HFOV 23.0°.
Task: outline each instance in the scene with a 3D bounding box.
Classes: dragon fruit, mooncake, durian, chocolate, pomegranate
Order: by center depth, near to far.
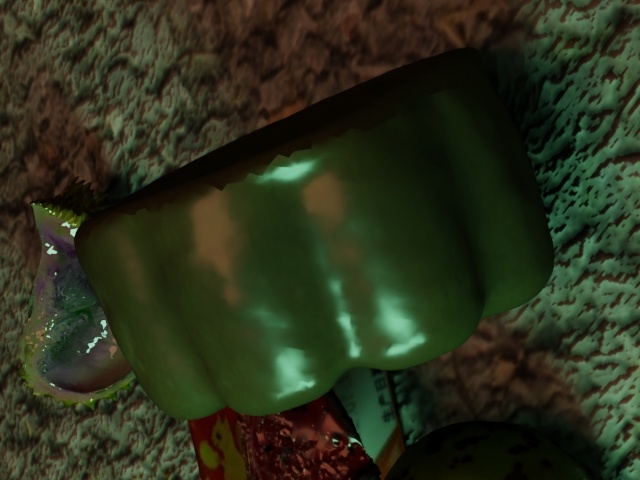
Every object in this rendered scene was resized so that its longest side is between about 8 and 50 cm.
[{"bbox_3d":[0.000,0.000,1.282,0.378,0.378,0.200,-16,100,49],"label":"mooncake"},{"bbox_3d":[0.152,0.269,1.384,0.211,0.211,0.263,38,172,30],"label":"pomegranate"},{"bbox_3d":[-0.032,0.170,1.417,0.122,0.092,0.192,-35,74,61],"label":"dragon fruit"},{"bbox_3d":[-0.039,0.158,1.583,0.237,0.108,0.234,1,106,48],"label":"chocolate"},{"bbox_3d":[-0.247,0.065,1.752,0.186,0.154,0.260,33,126,4],"label":"durian"}]
